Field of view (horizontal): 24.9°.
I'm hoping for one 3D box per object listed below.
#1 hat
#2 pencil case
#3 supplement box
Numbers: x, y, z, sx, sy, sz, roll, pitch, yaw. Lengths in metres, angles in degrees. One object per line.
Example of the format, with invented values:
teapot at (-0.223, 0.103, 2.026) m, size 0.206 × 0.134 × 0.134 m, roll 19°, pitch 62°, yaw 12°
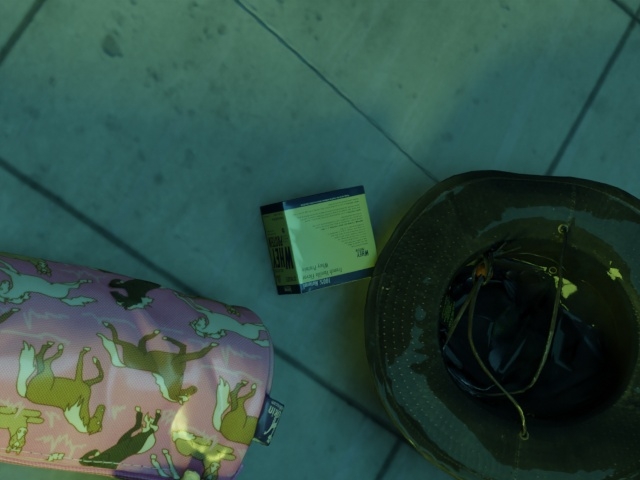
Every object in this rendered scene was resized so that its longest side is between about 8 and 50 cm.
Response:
hat at (0.191, 0.095, 1.350) m, size 0.331 × 0.134 × 0.331 m, roll 3°, pitch 76°, yaw -10°
pencil case at (-0.230, 0.103, 1.157) m, size 0.386 × 0.167 × 0.160 m, roll 13°, pitch 116°, yaw -22°
supplement box at (0.000, 0.000, 1.312) m, size 0.083 × 0.056 × 0.083 m, roll -13°, pitch 92°, yaw -23°
